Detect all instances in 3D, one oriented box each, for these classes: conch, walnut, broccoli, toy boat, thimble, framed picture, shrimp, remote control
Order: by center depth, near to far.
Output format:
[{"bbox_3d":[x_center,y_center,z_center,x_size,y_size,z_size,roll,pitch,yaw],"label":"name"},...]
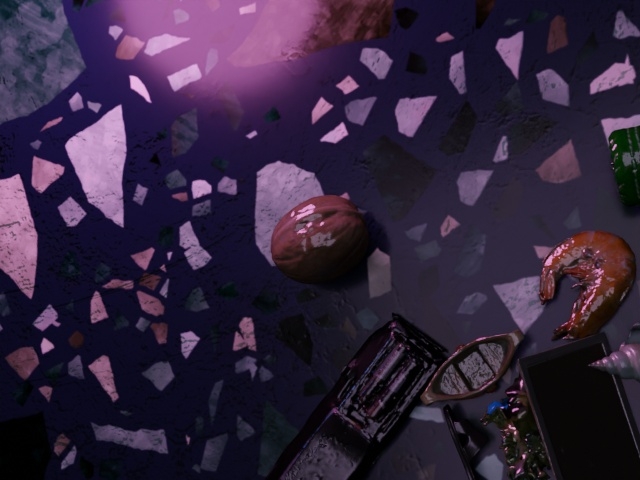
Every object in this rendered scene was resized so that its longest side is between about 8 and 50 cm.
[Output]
[{"bbox_3d":[0.381,0.270,1.354,0.014,0.197,0.252,-27,77,52],"label":"framed picture"},{"bbox_3d":[0.306,0.263,1.387,0.167,0.160,0.154,-48,47,-2],"label":"broccoli"},{"bbox_3d":[0.476,0.170,1.388,0.180,0.065,0.088,-3,46,-5],"label":"conch"},{"bbox_3d":[0.474,-0.112,1.398,0.090,0.130,0.118,-12,98,17],"label":"thimble"},{"bbox_3d":[0.397,0.070,1.446,0.132,0.051,0.187,28,85,31],"label":"shrimp"},{"bbox_3d":[0.237,0.197,1.464,0.185,0.071,0.089,-37,73,10],"label":"toy boat"},{"bbox_3d":[0.044,0.309,1.518,0.144,0.062,0.399,36,95,18],"label":"remote control"},{"bbox_3d":[-0.001,-0.001,1.537,0.162,0.140,0.140,-36,73,22],"label":"walnut"}]

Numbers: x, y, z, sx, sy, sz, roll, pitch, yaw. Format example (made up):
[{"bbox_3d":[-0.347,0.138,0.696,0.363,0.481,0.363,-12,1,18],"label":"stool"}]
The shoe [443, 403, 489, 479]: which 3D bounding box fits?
[{"bbox_3d":[0.237,0.321,1.455,0.053,0.062,0.159,-20,82,12],"label":"shoe"}]
